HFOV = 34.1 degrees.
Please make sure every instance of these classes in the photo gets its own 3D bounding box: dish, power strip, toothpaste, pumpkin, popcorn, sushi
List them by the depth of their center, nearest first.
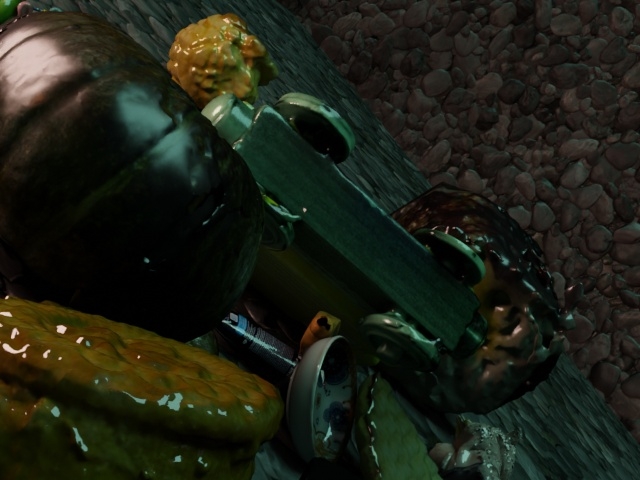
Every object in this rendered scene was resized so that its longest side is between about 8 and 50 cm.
[{"bbox_3d":[-0.184,-0.055,0.898,0.320,0.192,0.320,47,-5,6],"label":"pumpkin"},{"bbox_3d":[-0.135,0.106,1.023,0.101,0.035,0.073,29,33,-59],"label":"pumpkin"},{"bbox_3d":[-0.019,0.168,1.105,0.078,0.141,0.141,4,0,21],"label":"dish"},{"bbox_3d":[-0.069,0.118,1.164,0.193,0.045,0.071,38,7,-12],"label":"toothpaste"},{"bbox_3d":[-0.002,0.117,1.196,0.028,0.049,0.178,30,-20,8],"label":"power strip"},{"bbox_3d":[0.213,0.090,1.580,0.299,0.281,0.294,33,15,-6],"label":"sushi"},{"bbox_3d":[-0.167,-0.293,1.760,0.180,0.180,0.170,47,47,0],"label":"popcorn"}]

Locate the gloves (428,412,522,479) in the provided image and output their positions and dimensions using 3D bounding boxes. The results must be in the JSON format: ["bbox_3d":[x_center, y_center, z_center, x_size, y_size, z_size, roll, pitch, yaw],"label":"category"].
[{"bbox_3d":[0.200,0.297,1.343,0.094,0.110,0.144,50,41,-19],"label":"gloves"}]

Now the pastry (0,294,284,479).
[{"bbox_3d":[-0.151,0.123,0.666,0.235,0.132,0.240,17,-1,23],"label":"pastry"}]

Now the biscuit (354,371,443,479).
[{"bbox_3d":[0.106,0.287,1.124,0.274,0.036,0.187,58,20,-11],"label":"biscuit"}]

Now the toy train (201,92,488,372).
[{"bbox_3d":[0.000,0.000,1.262,0.442,0.179,0.272,42,-22,-19],"label":"toy train"}]

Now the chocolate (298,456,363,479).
[{"bbox_3d":[0.007,0.260,0.921,0.125,0.080,0.148,42,16,35],"label":"chocolate"}]

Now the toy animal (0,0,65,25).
[{"bbox_3d":[-0.313,-0.232,1.284,0.208,0.100,0.103,31,56,-11],"label":"toy animal"}]
